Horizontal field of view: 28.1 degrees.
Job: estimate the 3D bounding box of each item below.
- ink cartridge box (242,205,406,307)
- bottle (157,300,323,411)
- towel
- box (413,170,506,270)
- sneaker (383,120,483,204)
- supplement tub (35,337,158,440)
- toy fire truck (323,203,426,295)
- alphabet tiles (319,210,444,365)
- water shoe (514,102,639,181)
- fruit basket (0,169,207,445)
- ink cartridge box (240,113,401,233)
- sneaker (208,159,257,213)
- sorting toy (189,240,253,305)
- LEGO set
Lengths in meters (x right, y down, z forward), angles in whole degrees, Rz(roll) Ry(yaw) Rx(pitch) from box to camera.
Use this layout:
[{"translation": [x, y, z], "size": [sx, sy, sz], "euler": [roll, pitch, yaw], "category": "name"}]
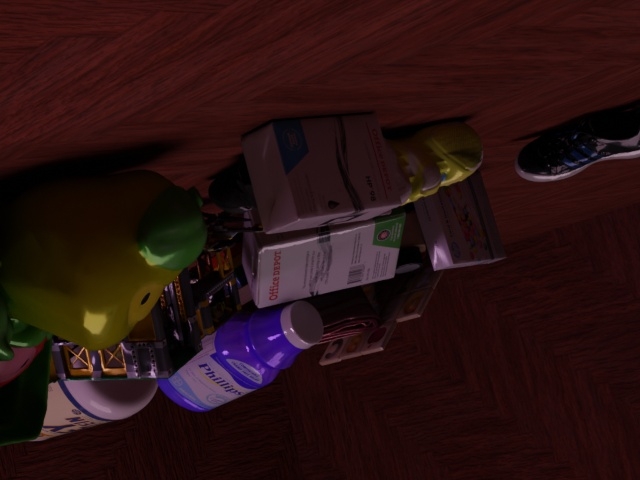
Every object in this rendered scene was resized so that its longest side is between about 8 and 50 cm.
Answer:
[{"translation": [0.000, 0.000, 1.765], "size": [0.208, 0.087, 0.153], "euler": [-12, 145, -15], "category": "ink cartridge box"}, {"translation": [-0.116, 0.166, 1.874], "size": [0.283, 0.092, 0.118], "euler": [-27, 126, 38], "category": "bottle"}, {"translation": [-0.050, 0.090, 2.207], "size": [0.237, 0.037, 0.329], "euler": [-12, -154, -9], "category": "towel"}, {"translation": [0.206, -0.032, 1.925], "size": [0.038, 0.145, 0.186], "euler": [-21, 170, 33], "category": "box"}, {"translation": [0.072, -0.074, 1.496], "size": [0.240, 0.091, 0.126], "euler": [-12, 174, -31], "category": "sneaker"}, {"translation": [-0.474, 0.231, 2.304], "size": [0.325, 0.235, 0.235], "euler": [-19, 172, 34], "category": "supplement tub"}, {"translation": [0.062, 0.015, 2.148], "size": [0.217, 0.158, 0.246], "euler": [-15, 163, 2], "category": "toy fire truck"}, {"translation": [0.121, 0.066, 2.196], "size": [0.285, 0.011, 0.342], "euler": [-20, -147, 52], "category": "alphabet tiles"}, {"translation": [0.359, -0.142, 1.746], "size": [0.203, 0.073, 0.080], "euler": [-15, 147, 13], "category": "water shoe"}, {"translation": [-0.294, 0.065, 1.258], "size": [0.392, 0.283, 0.392], "euler": [3, 175, 0], "category": "fruit basket"}, {"translation": [0.015, -0.072, 1.321], "size": [0.180, 0.104, 0.060], "euler": [-10, 171, -40], "category": "ink cartridge box"}, {"translation": [-0.070, -0.065, 1.416], "size": [0.170, 0.051, 0.089], "euler": [13, 154, 35], "category": "sneaker"}, {"translation": [-0.191, 0.083, 2.011], "size": [0.257, 0.089, 0.255], "euler": [-29, -178, -9], "category": "sorting toy"}, {"translation": [-0.237, 0.037, 1.569], "size": [0.255, 0.192, 0.331], "euler": [-1, -164, 29], "category": "LEGO set"}]
